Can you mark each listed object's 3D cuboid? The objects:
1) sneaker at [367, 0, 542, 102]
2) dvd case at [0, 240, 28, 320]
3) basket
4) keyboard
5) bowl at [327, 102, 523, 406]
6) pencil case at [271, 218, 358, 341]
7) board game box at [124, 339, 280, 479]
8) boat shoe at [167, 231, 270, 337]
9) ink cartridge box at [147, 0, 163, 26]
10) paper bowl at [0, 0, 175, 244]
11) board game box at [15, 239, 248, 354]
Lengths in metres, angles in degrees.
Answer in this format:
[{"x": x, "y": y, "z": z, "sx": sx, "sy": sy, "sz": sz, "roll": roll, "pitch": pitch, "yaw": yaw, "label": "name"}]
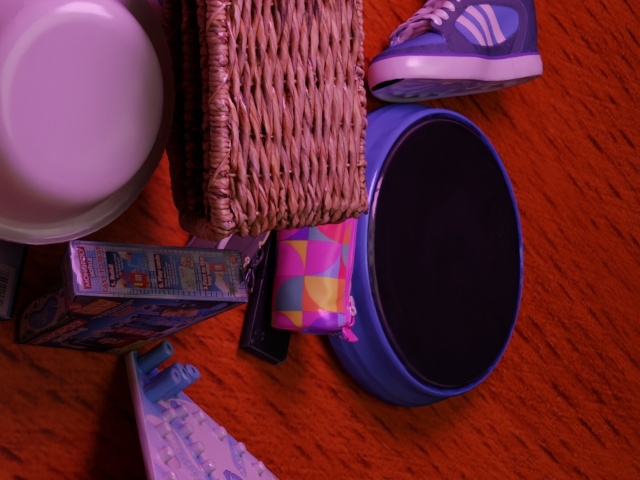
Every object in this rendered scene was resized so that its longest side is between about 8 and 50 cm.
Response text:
[{"x": 0.158, "y": -0.311, "z": 2.285, "sx": 0.322, "sy": 0.130, "sz": 0.236, "roll": -9, "pitch": 85, "yaw": -46, "label": "sneaker"}, {"x": -0.378, "y": -0.042, "z": 1.694, "sx": 0.253, "sy": 0.022, "sz": 0.180, "roll": 25, "pitch": 67, "yaw": -46, "label": "dvd case"}, {"x": -0.099, "y": -0.157, "z": 1.744, "sx": 0.223, "sy": 0.213, "sz": 0.299, "roll": -9, "pitch": 100, "yaw": -48, "label": "basket"}, {"x": -0.061, "y": 0.046, "z": 2.063, "sx": 0.108, "sy": 0.023, "sz": 0.180, "roll": 33, "pitch": 61, "yaw": -51, "label": "keyboard"}, {"x": 0.137, "y": 0.018, "z": 2.245, "sx": 0.391, "sy": 0.077, "sz": 0.391, "roll": 5, "pitch": 84, "yaw": -52, "label": "bowl"}, {"x": 0.000, "y": 0.000, "z": 2.047, "sx": 0.104, "sy": 0.104, "sz": 0.236, "roll": 8, "pitch": 82, "yaw": -49, "label": "pencil case"}, {"x": -0.047, "y": 0.333, "z": 1.851, "sx": 0.390, "sy": 0.050, "sz": 0.390, "roll": 48, "pitch": 14, "yaw": -37, "label": "board game box"}, {"x": -0.120, "y": 0.032, "z": 1.946, "sx": 0.069, "sy": 0.081, "sz": 0.228, "roll": 55, "pitch": 46, "yaw": -26, "label": "boat shoe"}, {"x": -0.194, "y": -0.223, "z": 1.873, "sx": 0.212, "sy": 0.093, "sz": 0.154, "roll": 50, "pitch": 52, "yaw": -37, "label": "ink cartridge box"}, {"x": -0.262, "y": -0.137, "z": 1.656, "sx": 0.284, "sy": 0.148, "sz": 0.284, "roll": -7, "pitch": 102, "yaw": -38, "label": "paper bowl"}, {"x": -0.209, "y": 0.054, "z": 1.763, "sx": 0.194, "sy": 0.194, "sz": 0.060, "roll": 13, "pitch": 61, "yaw": -49, "label": "board game box"}]
